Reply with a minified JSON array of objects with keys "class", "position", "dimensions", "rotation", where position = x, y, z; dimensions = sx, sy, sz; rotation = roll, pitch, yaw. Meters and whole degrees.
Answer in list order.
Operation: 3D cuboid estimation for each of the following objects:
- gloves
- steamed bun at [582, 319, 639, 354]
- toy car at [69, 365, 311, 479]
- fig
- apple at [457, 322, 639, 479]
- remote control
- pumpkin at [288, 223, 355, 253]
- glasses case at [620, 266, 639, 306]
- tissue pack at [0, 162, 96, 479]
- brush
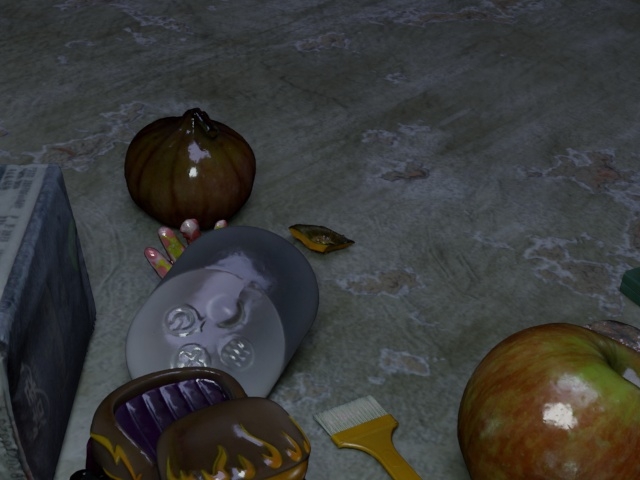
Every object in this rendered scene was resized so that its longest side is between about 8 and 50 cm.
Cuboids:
[{"class":"gloves","position":[-0.159,0.052,1.686],"dimensions":[0.241,0.126,0.145],"rotation":[10,62,-2]},{"class":"steamed bun","position":[0.436,0.187,1.591],"dimensions":[0.175,0.106,0.145],"rotation":[-23,43,-34]},{"class":"toy car","position":[-0.142,0.267,1.245],"dimensions":[0.271,0.240,0.340],"rotation":[-12,40,-29]},{"class":"fig","position":[-0.229,-0.130,1.885],"dimensions":[0.235,0.214,0.235],"rotation":[-12,15,3]},{"class":"apple","position":[0.324,0.255,1.367],"dimensions":[0.309,0.250,0.277],"rotation":[30,19,-2]},{"class":"remote control","position":[-0.138,0.116,1.534],"dimensions":[0.221,0.103,0.332],"rotation":[31,58,4]},{"class":"pumpkin","position":[0.000,0.000,1.872],"dimensions":[0.101,0.035,0.073],"rotation":[26,26,33]},{"class":"glasses case","position":[0.618,0.070,1.862],"dimensions":[0.184,0.039,0.078],"rotation":[-13,38,-27]},{"class":"tissue pack","position":[-0.400,0.113,1.392],"dimensions":[0.124,0.288,0.394],"rotation":[-4,33,2]},{"class":"brush","position":[0.100,0.305,1.438],"dimensions":[0.103,0.013,0.272],"rotation":[-14,39,-28]}]
